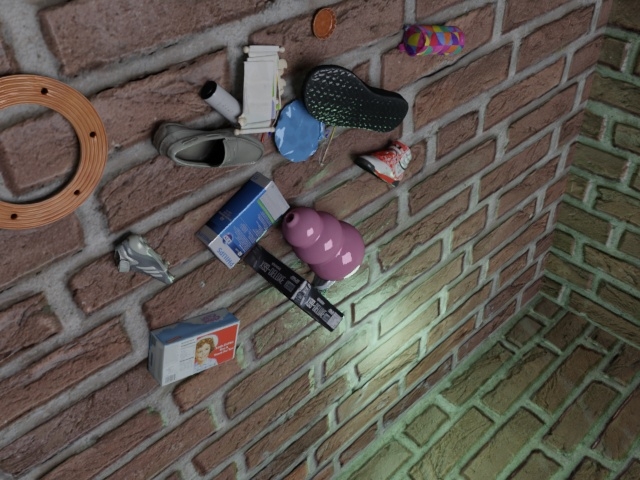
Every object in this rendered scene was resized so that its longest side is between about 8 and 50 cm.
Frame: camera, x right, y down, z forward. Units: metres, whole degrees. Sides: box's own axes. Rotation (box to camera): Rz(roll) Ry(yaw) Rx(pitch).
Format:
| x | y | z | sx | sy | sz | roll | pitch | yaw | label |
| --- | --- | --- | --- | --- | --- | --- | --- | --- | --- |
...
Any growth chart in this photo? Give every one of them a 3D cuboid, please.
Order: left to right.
| x | y | z | sx | sy | sz | roll | pitch | yaw | label |
| --- | --- | --- | --- | --- | --- | --- | --- | --- | --- |
| -0.151 | -0.389 | 1.494 | 0.172 | 0.021 | 0.237 | -10 | 111 | -53 | growth chart |

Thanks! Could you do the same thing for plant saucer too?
| x | y | z | sx | sy | sz | roll | pitch | yaw | label |
| --- | --- | --- | --- | --- | --- | --- | --- | --- | --- |
| 0.009 | -0.594 | 1.580 | 0.083 | 0.013 | 0.083 | -28 | 134 | -33 | plant saucer |

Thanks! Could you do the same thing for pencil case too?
| x | y | z | sx | sy | sz | roll | pitch | yaw | label |
| --- | --- | --- | --- | --- | --- | --- | --- | --- | --- |
| 0.365 | -0.648 | 1.870 | 0.236 | 0.104 | 0.104 | -15 | 127 | -39 | pencil case |

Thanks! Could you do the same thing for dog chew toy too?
| x | y | z | sx | sy | sz | roll | pitch | yaw | label |
| --- | --- | --- | --- | --- | --- | --- | --- | --- | --- |
| 0.000 | 0.000 | 1.870 | 0.332 | 0.206 | 0.206 | 35 | 89 | -46 | dog chew toy |

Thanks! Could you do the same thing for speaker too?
| x | y | z | sx | sy | sz | roll | pitch | yaw | label |
| --- | --- | --- | --- | --- | --- | --- | --- | --- | --- |
| -0.240 | -0.344 | 1.455 | 0.055 | 0.055 | 0.136 | -56 | 143 | 0 | speaker |

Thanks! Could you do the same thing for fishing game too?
| x | y | z | sx | sy | sz | roll | pitch | yaw | label |
| --- | --- | --- | --- | --- | --- | --- | --- | --- | --- |
| -0.063 | -0.324 | 1.683 | 0.264 | 0.041 | 0.189 | 8 | 103 | -44 | fishing game |

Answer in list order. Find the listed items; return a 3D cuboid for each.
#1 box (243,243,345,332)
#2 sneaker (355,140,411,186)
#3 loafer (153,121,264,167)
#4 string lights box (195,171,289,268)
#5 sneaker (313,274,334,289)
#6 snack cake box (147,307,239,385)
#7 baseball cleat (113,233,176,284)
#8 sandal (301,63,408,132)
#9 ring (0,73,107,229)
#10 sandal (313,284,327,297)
| x | y | z | sx | sy | sz | roll | pitch | yaw | label |
| --- | --- | --- | --- | --- | --- | --- | --- | --- | --- |
| -0.080 | 0.156 | 1.852 | 0.076 | 0.242 | 0.307 | -51 | 142 | -7 | box |
| 0.222 | -0.287 | 1.986 | 0.270 | 0.090 | 0.145 | 19 | 101 | -56 | sneaker |
| -0.265 | -0.225 | 1.460 | 0.319 | 0.111 | 0.112 | -5 | 133 | -45 | loafer |
| -0.222 | -0.057 | 1.671 | 0.260 | 0.077 | 0.133 | -47 | 142 | -12 | string lights box |
| 0.074 | 0.090 | 2.071 | 0.258 | 0.094 | 0.091 | -50 | 135 | -23 | sneaker |
| -0.385 | 0.320 | 1.762 | 0.264 | 0.089 | 0.152 | -14 | 124 | -42 | snack cake box |
| -0.468 | 0.062 | 1.511 | 0.109 | 0.072 | 0.206 | -31 | 137 | -6 | baseball cleat |
| 0.088 | -0.420 | 1.713 | 0.446 | 0.107 | 0.167 | 6 | 130 | -50 | sandal |
| -0.608 | -0.178 | 1.193 | 0.336 | 0.032 | 0.336 | -29 | 136 | -33 | ring |
| 0.003 | 0.152 | 2.115 | 0.067 | 0.040 | 0.179 | 31 | 77 | -56 | sandal |
